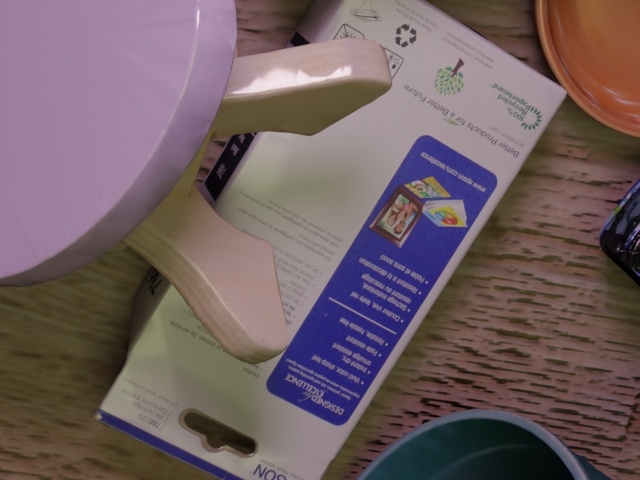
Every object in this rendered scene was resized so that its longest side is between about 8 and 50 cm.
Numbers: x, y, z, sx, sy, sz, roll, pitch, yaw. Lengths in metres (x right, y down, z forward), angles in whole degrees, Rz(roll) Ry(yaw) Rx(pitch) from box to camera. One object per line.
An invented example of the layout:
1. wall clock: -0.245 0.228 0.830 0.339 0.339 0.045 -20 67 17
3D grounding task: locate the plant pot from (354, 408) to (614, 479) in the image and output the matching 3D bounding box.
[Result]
1. plant pot: 0.161 0.283 1.175 0.255 0.271 0.271 29 99 -34

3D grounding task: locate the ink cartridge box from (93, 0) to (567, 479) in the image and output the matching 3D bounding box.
1. ink cartridge box: 0.000 0.000 1.139 0.165 0.065 0.332 30 97 -21

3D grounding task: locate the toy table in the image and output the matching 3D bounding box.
1. toy table: -0.098 -0.059 0.996 0.161 0.274 0.252 10 73 -44

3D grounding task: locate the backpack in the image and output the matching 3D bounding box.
1. backpack: 0.253 -0.011 1.186 0.105 0.084 0.114 41 91 -21

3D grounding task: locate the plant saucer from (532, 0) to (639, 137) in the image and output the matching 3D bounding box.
1. plant saucer: 0.229 -0.165 1.154 0.200 0.037 0.200 -4 107 -14
